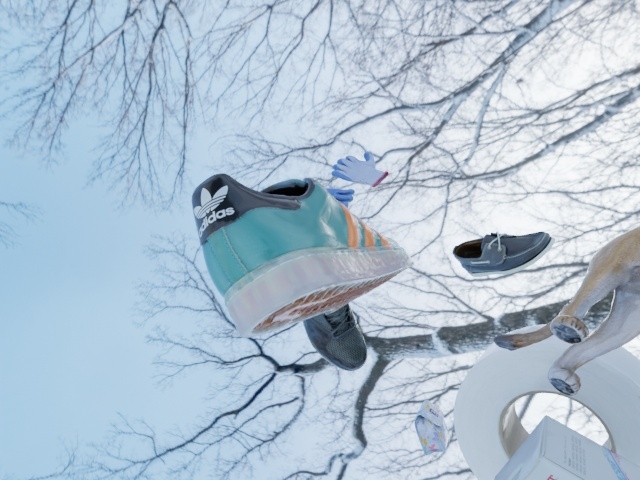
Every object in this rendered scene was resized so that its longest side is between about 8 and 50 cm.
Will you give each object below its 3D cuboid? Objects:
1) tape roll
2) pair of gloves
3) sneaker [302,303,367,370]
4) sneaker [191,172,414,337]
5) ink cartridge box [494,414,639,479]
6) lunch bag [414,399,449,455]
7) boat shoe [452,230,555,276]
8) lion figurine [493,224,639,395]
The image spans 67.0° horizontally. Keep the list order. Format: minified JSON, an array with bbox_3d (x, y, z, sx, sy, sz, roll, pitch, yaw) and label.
[{"bbox_3d":[0.349,0.272,0.708,0.100,0.286,0.286,-16,-99,-56],"label":"tape roll"},{"bbox_3d":[0.044,-0.119,0.997,0.198,0.159,0.023,-41,-52,-15],"label":"pair of gloves"},{"bbox_3d":[0.018,0.113,0.779,0.087,0.130,0.227,-25,-89,-19],"label":"sneaker"},{"bbox_3d":[0.000,0.000,0.446,0.121,0.108,0.302,61,-162,13],"label":"sneaker"},{"bbox_3d":[0.288,0.290,0.512,0.175,0.127,0.072,29,-149,15],"label":"ink cartridge box"},{"bbox_3d":[0.218,0.364,0.949,0.071,0.053,0.083,-7,-106,-68],"label":"lunch bag"},{"bbox_3d":[0.372,0.021,1.005,0.079,0.233,0.084,46,-117,-11],"label":"boat shoe"},{"bbox_3d":[0.351,0.023,0.430,0.142,0.392,0.240,49,-114,-13],"label":"lion figurine"}]
